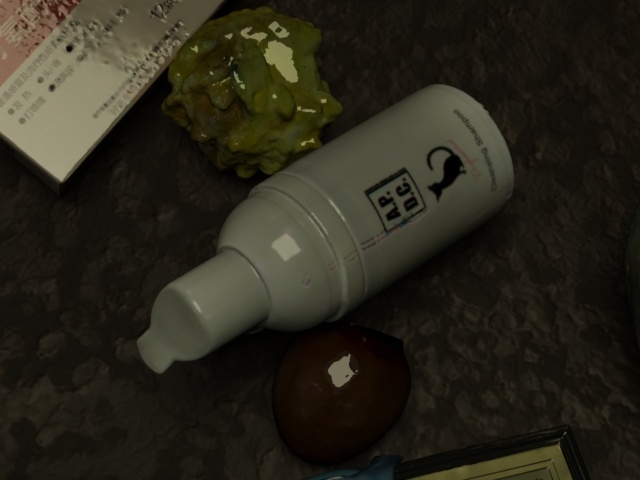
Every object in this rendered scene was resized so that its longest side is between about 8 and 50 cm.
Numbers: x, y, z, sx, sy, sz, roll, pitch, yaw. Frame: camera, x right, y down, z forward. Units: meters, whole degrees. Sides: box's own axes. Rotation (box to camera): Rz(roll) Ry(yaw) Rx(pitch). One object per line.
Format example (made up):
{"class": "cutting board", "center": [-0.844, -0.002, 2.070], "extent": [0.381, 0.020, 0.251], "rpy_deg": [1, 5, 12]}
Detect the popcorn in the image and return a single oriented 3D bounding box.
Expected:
{"class": "popcorn", "center": [-0.059, -0.142, 1.478], "extent": [0.173, 0.142, 0.174], "rpy_deg": [9, 48, -10]}

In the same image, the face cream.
{"class": "face cream", "center": [0.000, 0.000, 1.362], "extent": [0.369, 0.145, 0.145], "rpy_deg": [-33, 73, -29]}

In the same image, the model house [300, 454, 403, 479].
{"class": "model house", "center": [-0.017, 0.339, 1.230], "extent": [0.237, 0.215, 0.303], "rpy_deg": [-14, 75, -6]}

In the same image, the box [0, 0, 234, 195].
{"class": "box", "center": [-0.225, -0.245, 1.513], "extent": [0.214, 0.069, 0.353], "rpy_deg": [40, 73, 0]}

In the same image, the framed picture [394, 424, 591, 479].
{"class": "framed picture", "center": [0.170, 0.271, 1.361], "extent": [0.199, 0.010, 0.195], "rpy_deg": [-10, 62, -16]}

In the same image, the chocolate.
{"class": "chocolate", "center": [0.016, 0.142, 1.398], "extent": [0.124, 0.127, 0.133], "rpy_deg": [7, 82, 34]}

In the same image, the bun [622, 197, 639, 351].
{"class": "bun", "center": [0.444, 0.036, 1.369], "extent": [0.361, 0.211, 0.362], "rpy_deg": [1, 69, -3]}

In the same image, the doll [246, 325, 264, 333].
{"class": "doll", "center": [-0.079, 0.047, 1.444], "extent": [0.127, 0.073, 0.084], "rpy_deg": [-42, 43, -18]}
